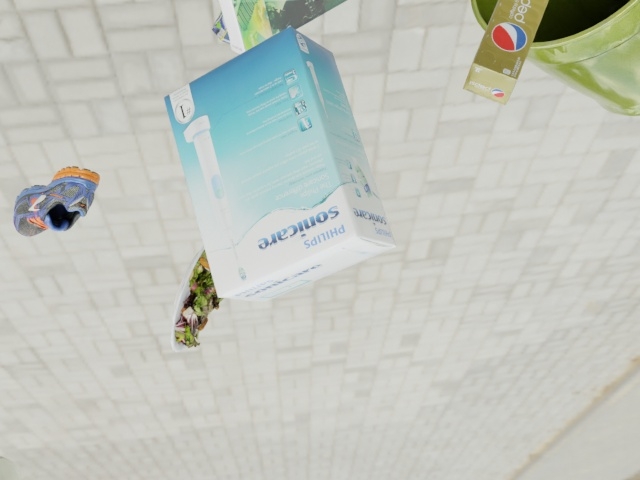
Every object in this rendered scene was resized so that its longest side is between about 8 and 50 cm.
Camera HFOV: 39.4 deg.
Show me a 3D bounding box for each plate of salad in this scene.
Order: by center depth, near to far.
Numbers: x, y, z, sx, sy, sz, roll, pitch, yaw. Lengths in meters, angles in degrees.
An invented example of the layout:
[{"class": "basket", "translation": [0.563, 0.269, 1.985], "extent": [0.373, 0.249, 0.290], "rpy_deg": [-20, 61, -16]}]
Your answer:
[{"class": "plate of salad", "translation": [-0.176, 0.081, 1.376], "extent": [0.048, 0.200, 0.200], "rpy_deg": [20, 156, 8]}]

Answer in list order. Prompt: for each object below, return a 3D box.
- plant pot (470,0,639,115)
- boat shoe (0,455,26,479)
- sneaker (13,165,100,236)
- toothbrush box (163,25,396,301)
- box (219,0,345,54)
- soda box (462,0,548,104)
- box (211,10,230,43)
[{"class": "plant pot", "translation": [0.507, -0.399, 1.554], "extent": [0.366, 0.366, 0.353], "rpy_deg": [-23, 142, 31]}, {"class": "boat shoe", "translation": [-0.220, 0.241, 0.622], "extent": [0.127, 0.113, 0.340], "rpy_deg": [-7, 152, -9]}, {"class": "sneaker", "translation": [-0.467, -0.052, 1.547], "extent": [0.083, 0.087, 0.221], "rpy_deg": [24, 143, -37]}, {"class": "toothbrush box", "translation": [-0.057, -0.092, 1.181], "extent": [0.216, 0.296, 0.126], "rpy_deg": [-25, 163, 24]}, {"class": "box", "translation": [-0.050, -0.510, 1.634], "extent": [0.322, 0.058, 0.232], "rpy_deg": [-34, 135, -20]}, {"class": "soda box", "translation": [0.246, -0.269, 1.160], "extent": [0.061, 0.181, 0.058], "rpy_deg": [22, 155, 6]}, {"class": "box", "translation": [-0.148, -0.473, 1.787], "extent": [0.059, 0.054, 0.169], "rpy_deg": [13, 120, -41]}]
